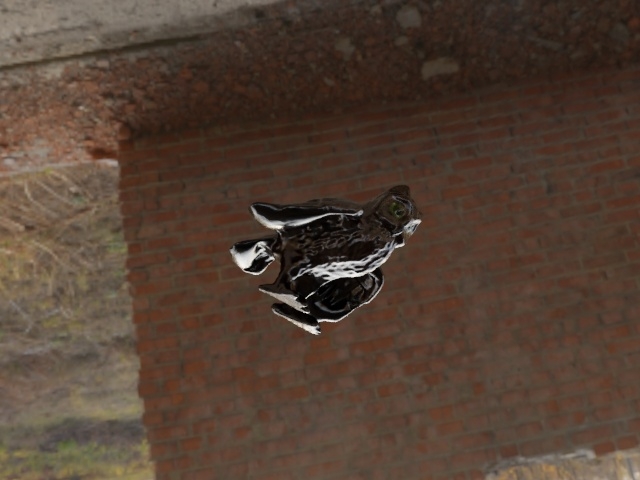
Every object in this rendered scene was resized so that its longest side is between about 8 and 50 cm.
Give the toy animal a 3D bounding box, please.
[{"bbox_3d":[0.008,-0.004,0.752,0.179,0.116,0.218,-39,142,-8],"label":"toy animal"}]
